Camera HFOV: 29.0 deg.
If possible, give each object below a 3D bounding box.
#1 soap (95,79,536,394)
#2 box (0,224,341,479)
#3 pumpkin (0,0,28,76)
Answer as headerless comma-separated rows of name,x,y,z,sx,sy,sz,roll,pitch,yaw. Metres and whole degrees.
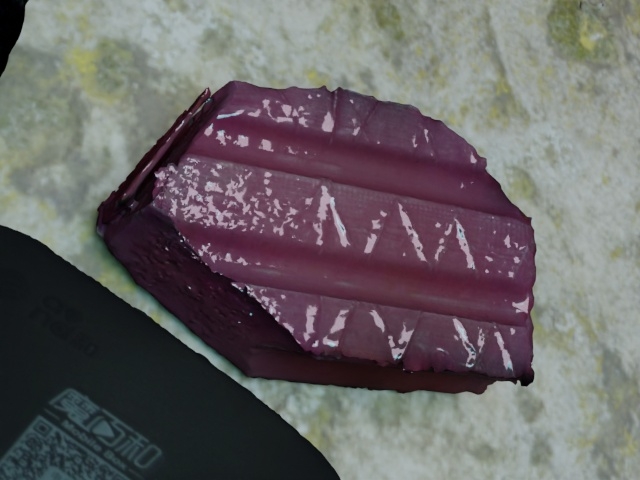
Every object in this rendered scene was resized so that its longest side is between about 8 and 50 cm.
soap,0.000,0.000,0.810,0.289,0.112,0.182,9,70,-26
box,-0.146,0.144,0.636,0.290,0.073,0.289,36,37,-1
pumpkin,-0.255,-0.144,0.673,0.248,0.248,0.248,9,70,-26
